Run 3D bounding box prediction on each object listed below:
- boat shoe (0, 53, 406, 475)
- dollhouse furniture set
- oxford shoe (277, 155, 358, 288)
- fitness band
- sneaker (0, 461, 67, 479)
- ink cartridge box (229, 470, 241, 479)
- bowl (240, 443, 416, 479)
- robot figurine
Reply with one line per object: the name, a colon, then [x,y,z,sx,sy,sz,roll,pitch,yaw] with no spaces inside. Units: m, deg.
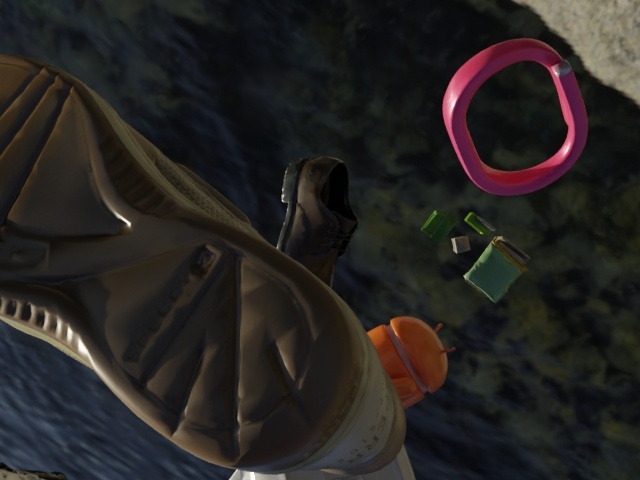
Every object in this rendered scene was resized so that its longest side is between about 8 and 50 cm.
boat shoe: [-0.101,0.013,0.522,0.341,0.122,0.110,37,178,33]
dollhouse furniture set: [0.205,0.017,1.284,0.151,0.076,0.058,37,-179,-13]
oxford shoe: [0.000,0.000,1.296,0.096,0.227,0.083,-4,173,40]
fitness band: [0.307,-0.185,1.566,0.209,0.054,0.291,-26,135,7]
sneaker: [-0.243,0.194,0.743,0.085,0.086,0.237,-12,136,34]
ink cartridge box: [-0.010,0.277,1.280,0.067,0.198,0.115,46,115,26]
bowl: [0.013,0.197,0.793,0.142,0.142,0.053,-8,150,-16]
robot figurine: [0.094,0.195,1.471,0.128,0.219,0.158,62,-175,24]
